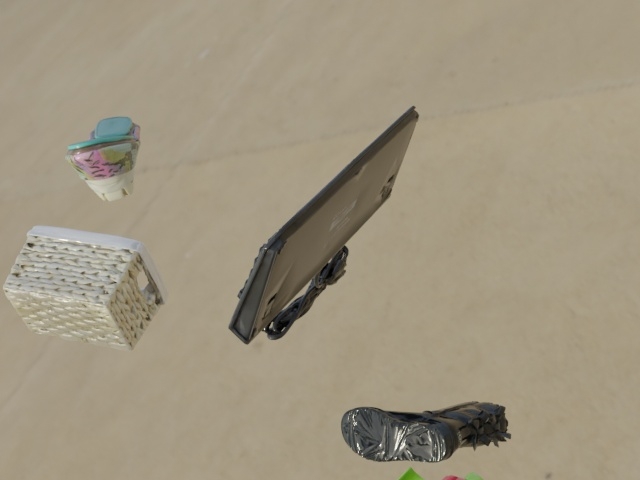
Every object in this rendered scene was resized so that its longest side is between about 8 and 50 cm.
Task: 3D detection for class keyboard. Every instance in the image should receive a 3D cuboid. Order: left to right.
[{"bbox_3d":[0.000,0.000,1.155,0.317,0.033,0.201,-44,-22,-51],"label":"keyboard"}]

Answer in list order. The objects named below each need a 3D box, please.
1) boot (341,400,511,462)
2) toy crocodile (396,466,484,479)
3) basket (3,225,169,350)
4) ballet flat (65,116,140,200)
[{"bbox_3d":[0.092,0.158,1.018,0.121,0.045,0.099,1,6,40],"label":"boot"},{"bbox_3d":[0.197,0.364,1.592,0.115,0.105,0.340,-39,8,-14],"label":"toy crocodile"},{"bbox_3d":[-0.292,0.061,1.485,0.167,0.113,0.103,9,54,22],"label":"basket"},{"bbox_3d":[-0.234,-0.088,1.341,0.077,0.079,0.221,-8,13,-2],"label":"ballet flat"}]
